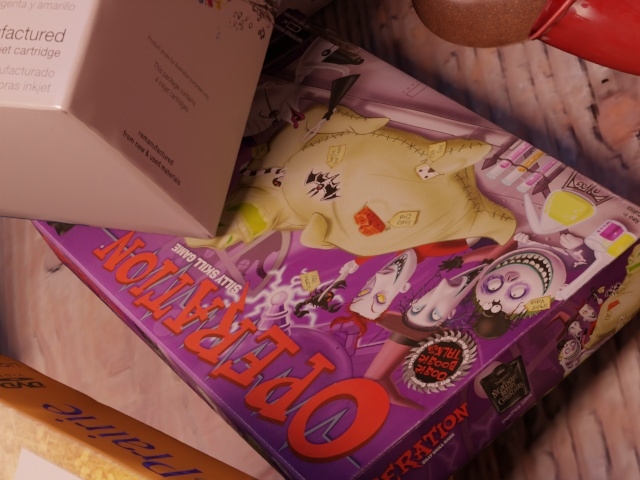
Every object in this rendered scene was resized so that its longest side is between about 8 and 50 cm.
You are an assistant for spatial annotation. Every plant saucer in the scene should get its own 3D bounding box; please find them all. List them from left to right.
[{"bbox_3d":[0.118,-0.189,1.061,0.168,0.029,0.168,-22,46,25],"label":"plant saucer"}]

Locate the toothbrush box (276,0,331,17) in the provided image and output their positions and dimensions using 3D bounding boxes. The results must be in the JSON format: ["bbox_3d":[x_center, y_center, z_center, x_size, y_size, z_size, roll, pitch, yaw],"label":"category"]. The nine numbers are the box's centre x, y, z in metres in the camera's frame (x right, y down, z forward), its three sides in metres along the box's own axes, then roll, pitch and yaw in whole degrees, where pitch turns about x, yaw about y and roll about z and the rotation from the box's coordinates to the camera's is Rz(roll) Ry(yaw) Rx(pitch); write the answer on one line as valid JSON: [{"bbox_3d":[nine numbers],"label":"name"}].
[{"bbox_3d":[-0.107,-0.256,1.166,0.216,0.126,0.295,-32,59,9],"label":"toothbrush box"}]

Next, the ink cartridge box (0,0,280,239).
[{"bbox_3d":[-0.132,-0.143,0.955,0.171,0.168,0.233,5,71,26],"label":"ink cartridge box"}]

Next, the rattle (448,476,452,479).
[{"bbox_3d":[0.037,0.154,0.784,0.130,0.143,0.200,-32,47,37],"label":"rattle"}]

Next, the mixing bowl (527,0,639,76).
[{"bbox_3d":[0.194,-0.144,0.887,0.181,0.098,0.181,-55,2,3],"label":"mixing bowl"}]

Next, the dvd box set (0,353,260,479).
[{"bbox_3d":[-0.026,0.251,0.659,0.420,0.062,0.308,20,101,34],"label":"dvd box set"}]

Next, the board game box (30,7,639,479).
[{"bbox_3d":[0.000,0.000,0.956,0.208,0.056,0.347,-43,39,-9],"label":"board game box"}]
